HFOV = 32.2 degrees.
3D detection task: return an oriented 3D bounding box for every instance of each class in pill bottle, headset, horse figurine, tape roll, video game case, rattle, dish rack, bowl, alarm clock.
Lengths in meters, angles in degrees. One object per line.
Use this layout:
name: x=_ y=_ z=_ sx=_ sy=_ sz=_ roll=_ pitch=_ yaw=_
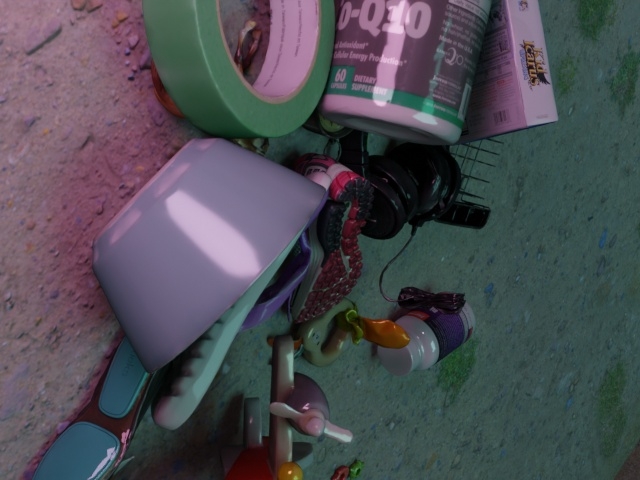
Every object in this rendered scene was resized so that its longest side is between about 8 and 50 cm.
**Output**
pill bottle: x=0.194 y=0.176 z=2.056 sx=0.193 sy=0.108 sz=0.108 roll=-28 pitch=129 yaw=-45
headset: x=0.147 y=-0.077 z=1.782 sx=0.243 sy=0.185 sz=0.394 roll=-21 pitch=113 yaw=-47
horse figurine: x=-0.142 y=-0.208 z=1.415 sx=0.263 sy=0.066 sz=0.175 roll=11 pitch=93 yaw=-58
tape roll: x=-0.089 y=-0.285 z=1.354 sx=0.321 sy=0.077 sz=0.321 roll=-5 pitch=95 yaw=-60
pill bottle: x=0.130 y=-0.325 z=1.516 sx=0.204 sy=0.204 sz=0.361 roll=15 pitch=87 yaw=-56
video game case: x=0.253 y=-0.280 z=1.683 sx=0.061 sy=0.269 sz=0.244 roll=-12 pitch=93 yaw=-18
rattle: x=0.027 y=0.175 z=1.803 sx=0.199 sy=0.142 sz=0.130 roll=-11 pitch=135 yaw=-58
dish rack: x=0.262 y=-0.164 z=1.993 sx=0.208 sy=0.074 sz=0.272 roll=7 pitch=102 yaw=-56
bowl: x=-0.157 y=-0.007 z=1.348 sx=0.163 sy=0.311 sz=0.311 roll=45 pitch=63 yaw=-7
alarm clock: x=0.014 y=-0.201 z=1.635 sx=0.129 sy=0.064 sz=0.192 roll=-30 pitch=127 yaw=-43

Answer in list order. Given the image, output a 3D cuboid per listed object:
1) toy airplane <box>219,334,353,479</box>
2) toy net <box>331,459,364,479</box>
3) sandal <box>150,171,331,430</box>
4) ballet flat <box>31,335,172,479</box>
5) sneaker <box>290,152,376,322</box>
toy airplane: x=-0.050 y=0.380 z=1.598 sx=0.386 sy=0.272 sz=0.384 roll=78 pitch=19 yaw=-58
toy net: x=0.017 y=0.494 z=2.043 sx=0.232 sy=0.045 sz=0.122 roll=-17 pitch=122 yaw=-49
sandal: x=-0.094 y=0.090 z=1.554 sx=0.102 sy=0.169 sz=0.416 roll=35 pitch=87 yaw=-17
ballet flat: x=-0.275 y=0.249 z=1.464 sx=0.280 sy=0.095 sz=0.096 roll=-57 pitch=157 yaw=-16
sneaker: x=0.000 y=0.000 z=1.700 sx=0.121 sy=0.112 sz=0.299 roll=-23 pitch=139 yaw=-40
